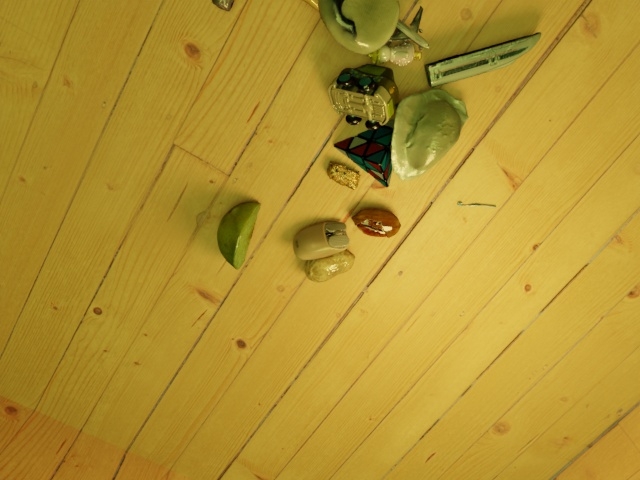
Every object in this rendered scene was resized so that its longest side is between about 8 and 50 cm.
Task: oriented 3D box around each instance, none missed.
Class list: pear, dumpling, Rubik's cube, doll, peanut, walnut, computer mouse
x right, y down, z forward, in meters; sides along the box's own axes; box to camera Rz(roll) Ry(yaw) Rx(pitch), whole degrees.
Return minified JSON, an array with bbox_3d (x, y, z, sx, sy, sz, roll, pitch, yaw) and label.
[{"bbox_3d":[-0.349,-0.011,1.921,0.139,0.239,0.287,17,111,-7],"label":"pear"},{"bbox_3d":[0.403,-0.391,1.749,0.212,0.320,0.269,10,138,25],"label":"dumpling"},{"bbox_3d":[0.150,-0.328,1.830,0.234,0.250,0.284,16,119,15],"label":"Rubik's cube"},{"bbox_3d":[0.258,-0.655,1.697,0.207,0.129,0.081,-9,119,-19],"label":"doll"},{"bbox_3d":[0.037,0.098,2.026,0.225,0.129,0.129,-24,111,8],"label":"peanut"},{"bbox_3d":[0.225,-0.072,1.962,0.207,0.115,0.115,12,113,-4],"label":"walnut"},{"bbox_3d":[0.000,0.000,1.977,0.237,0.145,0.082,-13,148,7],"label":"computer mouse"}]

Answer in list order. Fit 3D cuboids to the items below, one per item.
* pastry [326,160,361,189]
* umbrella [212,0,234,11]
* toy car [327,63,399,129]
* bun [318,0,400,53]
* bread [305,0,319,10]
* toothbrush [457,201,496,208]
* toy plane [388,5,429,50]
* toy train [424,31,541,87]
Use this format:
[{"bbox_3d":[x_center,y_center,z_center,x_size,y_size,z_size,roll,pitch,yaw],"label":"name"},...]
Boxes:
[{"bbox_3d":[0.090,-0.257,1.911,0.140,0.056,0.079,19,101,-5],"label":"pastry"},{"bbox_3d":[-0.278,-0.944,1.613,0.073,0.067,0.337,40,115,30],"label":"umbrella"},{"bbox_3d":[0.172,-0.537,1.722,0.248,0.198,0.204,21,155,28],"label":"toy car"},{"bbox_3d":[0.113,-0.750,1.573,0.284,0.179,0.283,-3,96,-24],"label":"bun"},{"bbox_3d":[0.039,-0.838,1.606,0.264,0.163,0.167,31,109,-12],"label":"bread"},{"bbox_3d":[0.641,-0.142,1.979,0.162,0.014,0.017,6,132,-3],"label":"toothbrush"},{"bbox_3d":[0.291,-0.724,1.656,0.226,0.058,0.226,-39,80,-10],"label":"toy plane"},{"bbox_3d":[0.585,-0.644,1.724,0.407,0.086,0.088,-15,111,6],"label":"toy train"}]
